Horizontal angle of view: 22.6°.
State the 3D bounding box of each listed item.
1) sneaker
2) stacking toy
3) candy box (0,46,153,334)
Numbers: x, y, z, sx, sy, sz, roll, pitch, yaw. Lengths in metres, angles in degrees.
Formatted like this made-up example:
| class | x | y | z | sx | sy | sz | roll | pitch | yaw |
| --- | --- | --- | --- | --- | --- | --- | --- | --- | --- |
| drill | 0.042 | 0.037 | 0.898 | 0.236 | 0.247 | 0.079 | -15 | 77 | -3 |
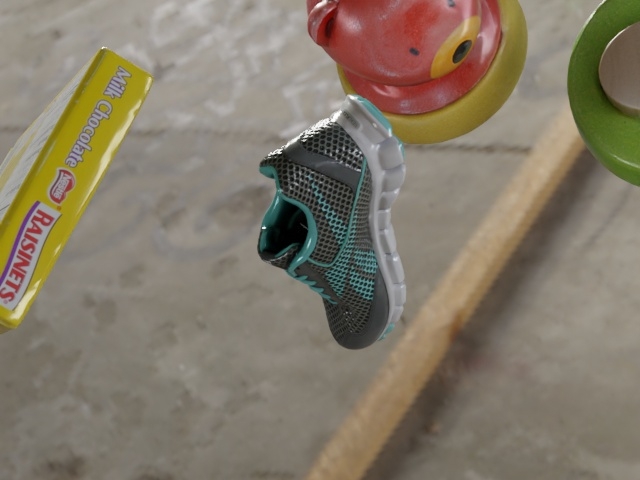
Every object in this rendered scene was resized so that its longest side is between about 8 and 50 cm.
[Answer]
| class | x | y | z | sx | sy | sz | roll | pitch | yaw |
| --- | --- | --- | --- | --- | --- | --- | --- | --- | --- |
| sneaker | 0.000 | 0.000 | 0.849 | 0.076 | 0.166 | 0.065 | -26 | 46 | -21 |
| stacking toy | 0.151 | -0.186 | 0.899 | 0.280 | 0.130 | 0.309 | 25 | 85 | 28 |
| candy box | -0.124 | -0.007 | 0.644 | 0.105 | 0.027 | 0.206 | -66 | 15 | -15 |
